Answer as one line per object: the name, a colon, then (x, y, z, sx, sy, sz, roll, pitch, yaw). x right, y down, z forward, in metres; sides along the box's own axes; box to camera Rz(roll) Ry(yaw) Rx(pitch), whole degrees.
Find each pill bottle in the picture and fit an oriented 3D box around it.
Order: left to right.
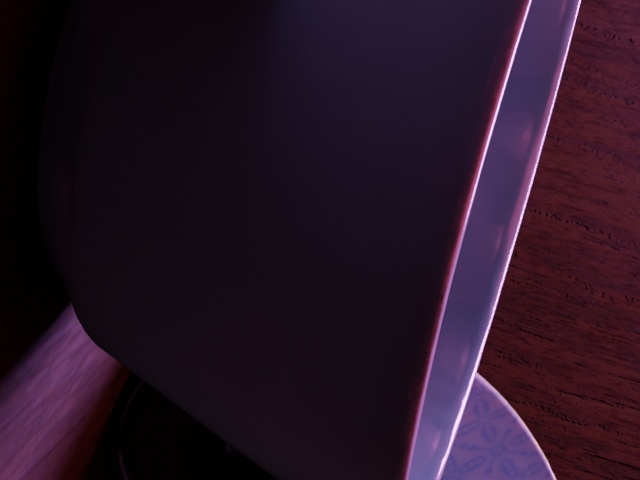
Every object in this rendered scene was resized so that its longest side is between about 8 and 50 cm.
pill bottle: (-0.041, 0.152, 0.937, 0.219, 0.122, 0.123, 93, 16, -56)

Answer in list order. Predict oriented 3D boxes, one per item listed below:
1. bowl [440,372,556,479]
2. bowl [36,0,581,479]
bowl: (0.028, 0.224, 1.254, 0.156, 0.289, 0.289, -31, -155, 42)
bowl: (0.000, -0.051, 0.694, 0.311, 0.163, 0.312, 16, 90, -82)
